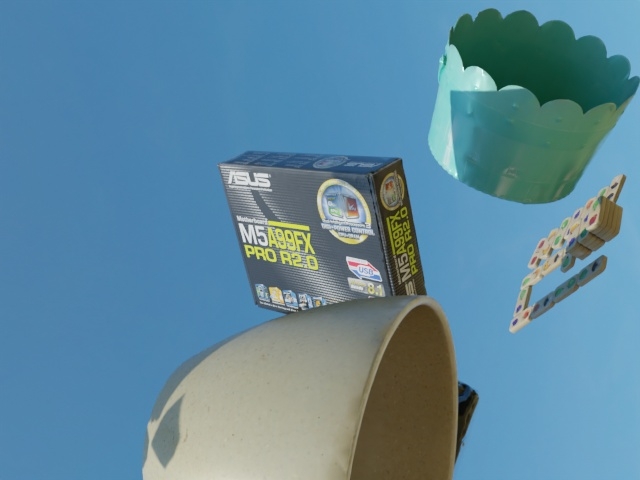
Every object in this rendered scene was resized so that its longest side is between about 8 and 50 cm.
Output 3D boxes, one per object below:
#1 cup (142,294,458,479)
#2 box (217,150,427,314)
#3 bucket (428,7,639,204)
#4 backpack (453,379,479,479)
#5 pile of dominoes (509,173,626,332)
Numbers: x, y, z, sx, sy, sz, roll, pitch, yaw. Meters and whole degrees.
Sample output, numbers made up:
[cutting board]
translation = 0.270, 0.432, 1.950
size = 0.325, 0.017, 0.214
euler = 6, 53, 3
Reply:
[cup]
translation = -0.025, 0.207, 0.751
size = 0.331, 0.237, 0.331
euler = 3, -90, -67
[box]
translation = 0.000, 0.000, 0.991
size = 0.060, 0.270, 0.216
euler = -32, -61, -39
[bucket]
translation = 0.297, -0.198, 1.157
size = 0.281, 0.281, 0.183
euler = -29, -34, -39
[backpack]
translation = 0.013, 0.260, 1.084
size = 0.273, 0.356, 0.290
euler = 78, -146, -59
[pile of dominoes]
translation = 0.376, 0.014, 1.241
size = 0.040, 0.251, 0.196
euler = 30, -127, -6
